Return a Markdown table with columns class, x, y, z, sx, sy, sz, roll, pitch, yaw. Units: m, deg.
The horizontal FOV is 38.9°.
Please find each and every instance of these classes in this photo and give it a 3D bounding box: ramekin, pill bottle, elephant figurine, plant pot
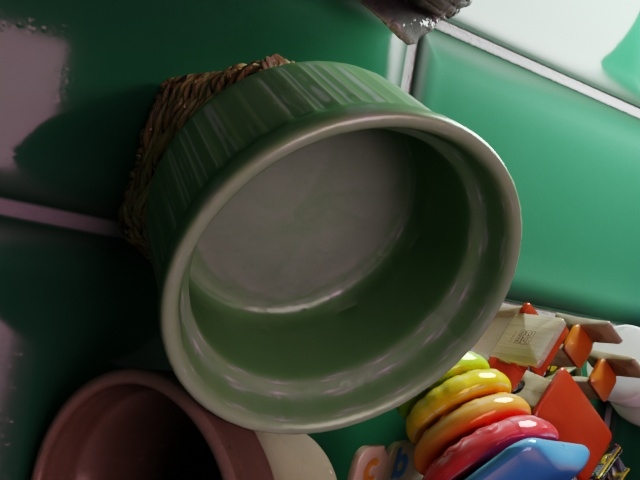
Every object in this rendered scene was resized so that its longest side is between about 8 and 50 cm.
| class | x | y | z | sx | sy | sz | roll | pitch | yaw |
| --- | --- | --- | --- | --- | --- | --- | --- | --- | --- |
| ramekin | 0.000 | 0.000 | 0.759 | 0.303 | 0.148 | 0.304 | -12 | 127 | -17 |
| pill bottle | 0.520 | 0.213 | 1.344 | 0.272 | 0.152 | 0.152 | 23 | 79 | -34 |
| elephant figurine | 0.116 | -0.305 | 1.009 | 0.239 | 0.169 | 0.186 | 36 | 66 | -28 |
| plant pot | -0.105 | 0.254 | 0.854 | 0.229 | 0.263 | 0.263 | 13 | 84 | -55 |

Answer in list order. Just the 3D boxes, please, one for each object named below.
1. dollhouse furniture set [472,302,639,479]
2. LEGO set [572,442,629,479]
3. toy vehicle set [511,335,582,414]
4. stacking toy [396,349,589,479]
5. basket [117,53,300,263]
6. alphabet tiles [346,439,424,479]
| class | x | y | z | sx | sy | sz | roll | pitch | yaw |
| --- | --- | --- | --- | --- | --- | --- | --- | --- | --- |
| dollhouse furniture set | 0.292 | 0.201 | 1.139 | 0.259 | 0.135 | 0.262 | 50 | 65 | -27 |
| LEGO set | 0.388 | 0.377 | 1.189 | 0.331 | 0.255 | 0.192 | -34 | 95 | -31 |
| toy vehicle set | 0.257 | 0.225 | 1.222 | 0.266 | 0.035 | 0.166 | -18 | 103 | -34 |
| stacking toy | 0.141 | 0.167 | 1.022 | 0.165 | 0.302 | 0.175 | -42 | 146 | 21 |
| basket | -0.019 | -0.023 | 0.892 | 0.299 | 0.223 | 0.214 | 24 | 78 | -36 |
| alphabet tiles | 0.057 | 0.361 | 1.045 | 0.284 | 0.021 | 0.278 | 9 | 98 | -49 |
